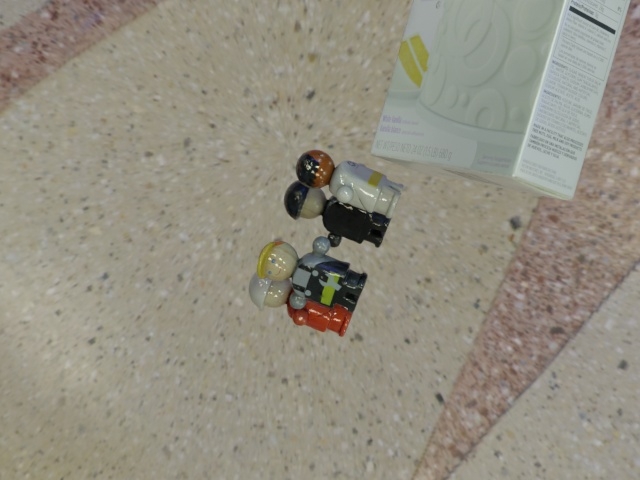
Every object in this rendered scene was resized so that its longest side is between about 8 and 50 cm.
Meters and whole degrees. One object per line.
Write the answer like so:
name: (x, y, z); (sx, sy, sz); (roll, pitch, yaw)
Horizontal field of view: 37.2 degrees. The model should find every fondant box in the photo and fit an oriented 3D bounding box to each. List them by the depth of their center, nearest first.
fondant box: (0.195, -0.224, 1.003); (0.096, 0.238, 0.330); (16, 91, -34)

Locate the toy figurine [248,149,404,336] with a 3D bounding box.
toy figurine: (0.000, 0.000, 1.210); (0.148, 0.209, 0.213); (22, 74, 4)
